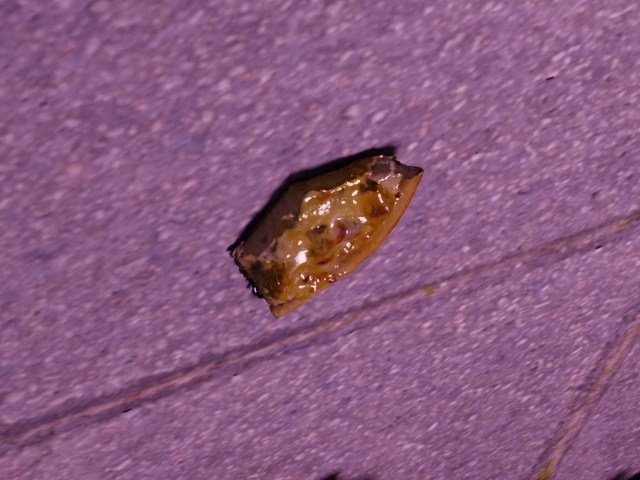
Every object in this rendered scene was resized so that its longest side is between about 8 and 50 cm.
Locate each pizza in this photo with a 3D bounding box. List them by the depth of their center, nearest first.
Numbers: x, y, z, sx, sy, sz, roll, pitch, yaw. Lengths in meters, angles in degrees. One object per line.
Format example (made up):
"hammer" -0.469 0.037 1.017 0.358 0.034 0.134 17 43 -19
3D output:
"pizza" 0.000 0.001 1.186 0.099 0.035 0.160 2 139 -48

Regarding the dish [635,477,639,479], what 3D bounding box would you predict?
"dish" 0.383 0.309 2.081 0.224 0.078 0.246 -37 154 13
